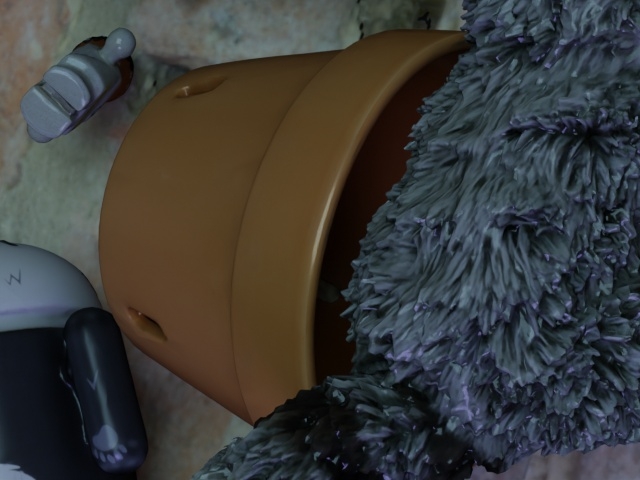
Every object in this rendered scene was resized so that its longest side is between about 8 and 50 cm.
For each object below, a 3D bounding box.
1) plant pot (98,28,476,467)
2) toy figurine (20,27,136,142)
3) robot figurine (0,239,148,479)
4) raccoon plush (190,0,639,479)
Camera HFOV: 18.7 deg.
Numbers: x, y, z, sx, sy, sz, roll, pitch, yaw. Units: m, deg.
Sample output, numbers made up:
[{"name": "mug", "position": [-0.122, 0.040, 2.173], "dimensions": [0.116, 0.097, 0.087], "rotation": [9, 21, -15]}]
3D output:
[{"name": "plant pot", "position": [0.000, 0.000, 1.223], "dimensions": [0.203, 0.291, 0.291], "rotation": [14, 83, 35]}, {"name": "toy figurine", "position": [-0.231, -0.173, 1.357], "dimensions": [0.209, 0.148, 0.213], "rotation": [-2, 106, 10]}, {"name": "robot figurine", "position": [-0.210, 0.139, 1.298], "dimensions": [0.209, 0.173, 0.278], "rotation": [-13, 75, 2]}, {"name": "raccoon plush", "position": [0.081, -0.034, 0.989], "dimensions": [0.216, 0.446, 0.299], "rotation": [4, 117, 40]}]
